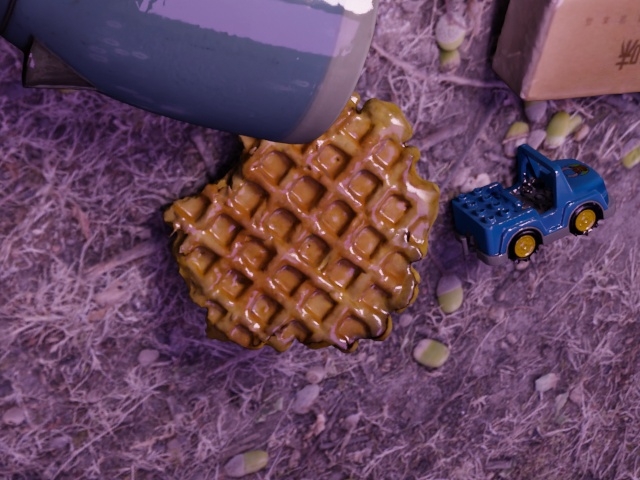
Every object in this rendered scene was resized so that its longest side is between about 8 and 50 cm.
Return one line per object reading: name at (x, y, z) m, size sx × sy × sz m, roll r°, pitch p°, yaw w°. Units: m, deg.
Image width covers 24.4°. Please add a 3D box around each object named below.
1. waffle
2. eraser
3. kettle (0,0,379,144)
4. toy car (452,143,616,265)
waffle at (-0.023, -0.021, 1.560) m, size 0.281 × 0.058 × 0.301 m, roll 14°, pitch 100°, yaw 0°
eraser at (0.366, -0.243, 1.679) m, size 0.343 × 0.078 × 0.144 m, roll -8°, pitch 131°, yaw -25°
kettle at (-0.145, -0.271, 1.345) m, size 0.342 × 0.247 × 0.319 m, roll 9°, pitch 80°, yaw -22°
toy car at (0.243, -0.049, 1.720) m, size 0.191 × 0.097 × 0.100 m, roll -22°, pitch 123°, yaw -16°
